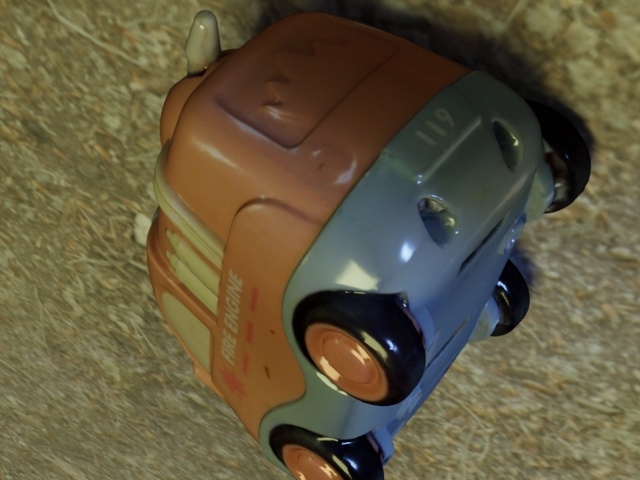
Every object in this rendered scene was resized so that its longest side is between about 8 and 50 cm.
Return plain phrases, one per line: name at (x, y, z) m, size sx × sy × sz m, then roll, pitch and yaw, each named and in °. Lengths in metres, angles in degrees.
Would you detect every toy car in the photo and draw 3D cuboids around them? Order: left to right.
toy car at (0.000, 0.000, 0.677) m, size 0.212 × 0.180 × 0.270 m, roll 34°, pitch 147°, yaw 17°
